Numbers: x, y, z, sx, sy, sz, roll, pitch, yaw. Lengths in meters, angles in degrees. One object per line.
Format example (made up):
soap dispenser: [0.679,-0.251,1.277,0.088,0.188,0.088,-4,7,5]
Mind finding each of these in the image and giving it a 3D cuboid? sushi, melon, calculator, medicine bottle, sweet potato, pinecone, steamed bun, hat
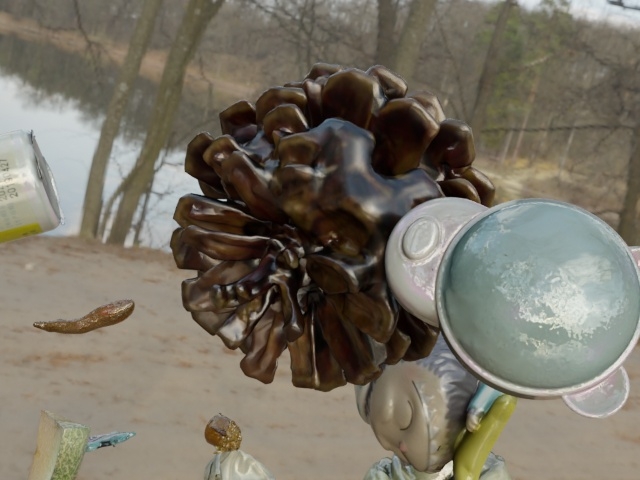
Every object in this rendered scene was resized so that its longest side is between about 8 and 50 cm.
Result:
sushi: [-0.153,0.317,1.251,0.060,0.061,0.118,24,-4,14]
melon: [-0.386,0.335,1.071,0.098,0.182,0.054,4,-14,37]
calculator: [-0.391,0.349,1.331,0.141,0.019,0.094,-12,-2,18]
medicine bottle: [-0.722,-0.077,1.509,0.379,0.213,0.213,-16,19,-12]
sweet potato: [-0.487,0.166,1.598,0.214,0.050,0.050,-15,12,-1]
pinecone: [0.000,0.000,0.931,0.398,0.397,0.398,15,10,-3]
steamed bun: [0.265,0.530,1.651,0.394,0.237,0.346,1,1,-5]
hat: [-0.228,0.642,1.873,0.219,0.226,0.164,34,-3,-36]

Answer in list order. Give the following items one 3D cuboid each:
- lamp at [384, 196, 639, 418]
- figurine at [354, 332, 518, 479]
lamp: [0.171,0.038,0.681,0.246,0.179,0.108,25,-19,21]
figurine: [0.174,0.185,1.321,0.378,0.361,0.266,29,-8,15]
